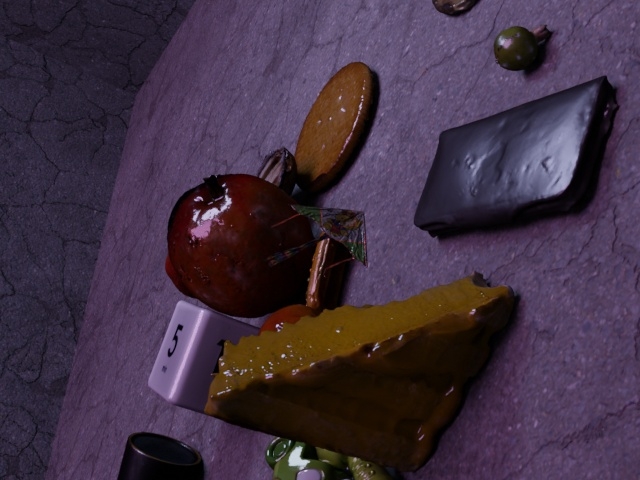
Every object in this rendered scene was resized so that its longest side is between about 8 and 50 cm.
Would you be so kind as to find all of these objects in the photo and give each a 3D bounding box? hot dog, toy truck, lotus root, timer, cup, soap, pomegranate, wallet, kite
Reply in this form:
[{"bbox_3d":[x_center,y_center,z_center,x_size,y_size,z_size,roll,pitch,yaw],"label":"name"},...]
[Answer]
[{"bbox_3d":[0.010,0.057,1.744,0.055,0.072,0.188,-4,64,42],"label":"hot dog"},{"bbox_3d":[0.017,0.354,1.392,0.210,0.148,0.187,-36,30,17],"label":"toy truck"},{"bbox_3d":[-0.103,-0.100,2.091,0.329,0.078,0.167,135,143,-61],"label":"lotus root"},{"bbox_3d":[-0.214,0.248,1.905,0.194,0.192,0.195,8,77,66],"label":"timer"},{"bbox_3d":[-0.345,0.532,2.056,0.166,0.239,0.177,20,94,25],"label":"cup"},{"bbox_3d":[0.044,0.129,1.266,0.304,0.338,0.169,-63,25,13],"label":"soap"},{"bbox_3d":[0.306,-0.299,1.441,0.084,0.073,0.073,-36,13,-22],"label":"pomegranate"},{"bbox_3d":[0.268,-0.110,1.363,0.377,0.051,0.197,-15,53,61],"label":"wallet"},{"bbox_3d":[0.000,0.000,1.706,0.198,0.244,0.006,43,141,23],"label":"kite"}]

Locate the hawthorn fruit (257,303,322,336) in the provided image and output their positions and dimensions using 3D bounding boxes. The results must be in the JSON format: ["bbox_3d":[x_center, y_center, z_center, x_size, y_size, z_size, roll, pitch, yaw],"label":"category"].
[{"bbox_3d":[-0.027,0.227,1.539,0.196,0.196,0.225,-108,36,-57],"label":"hawthorn fruit"}]

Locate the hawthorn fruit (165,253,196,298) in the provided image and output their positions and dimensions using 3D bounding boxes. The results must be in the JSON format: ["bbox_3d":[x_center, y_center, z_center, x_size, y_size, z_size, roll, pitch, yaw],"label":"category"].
[{"bbox_3d":[-0.291,0.054,2.290,0.200,0.179,0.179,180,111,-75],"label":"hawthorn fruit"}]

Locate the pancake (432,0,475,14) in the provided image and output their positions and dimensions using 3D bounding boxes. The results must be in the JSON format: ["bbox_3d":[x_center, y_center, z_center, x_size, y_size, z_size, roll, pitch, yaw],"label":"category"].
[{"bbox_3d":[0.301,-0.550,1.719,0.286,0.033,0.288,10,79,65],"label":"pancake"}]

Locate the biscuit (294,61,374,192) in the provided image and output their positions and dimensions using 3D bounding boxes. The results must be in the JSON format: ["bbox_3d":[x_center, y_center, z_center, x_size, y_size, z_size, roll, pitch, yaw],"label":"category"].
[{"bbox_3d":[0.029,-0.243,2.020,0.305,0.038,0.305,-47,31,40],"label":"biscuit"}]

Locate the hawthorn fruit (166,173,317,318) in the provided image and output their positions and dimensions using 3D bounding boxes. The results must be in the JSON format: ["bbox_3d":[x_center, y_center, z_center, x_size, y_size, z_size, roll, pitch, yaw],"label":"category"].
[{"bbox_3d":[-0.163,0.011,1.877,0.316,0.316,0.316,-47,30,39],"label":"hawthorn fruit"}]
